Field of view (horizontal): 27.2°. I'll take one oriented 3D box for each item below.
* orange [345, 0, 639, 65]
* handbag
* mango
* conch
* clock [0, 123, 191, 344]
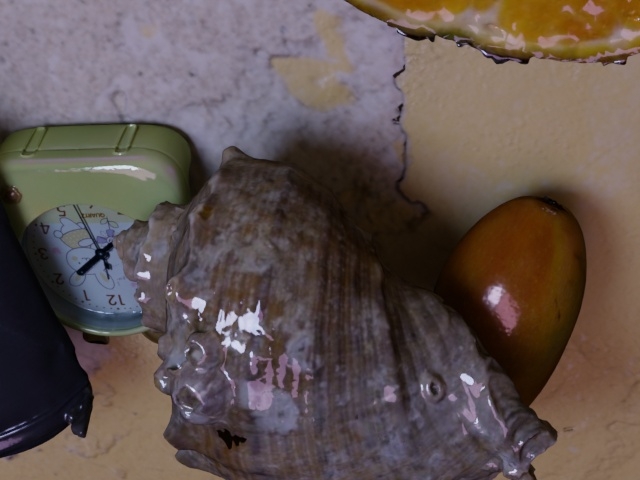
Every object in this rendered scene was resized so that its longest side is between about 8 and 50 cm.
[{"bbox_3d":[0.112,-0.241,0.778,0.310,0.274,0.274,-12,131,-25],"label":"orange"},{"bbox_3d":[-0.357,0.067,1.077,0.275,0.178,0.302,8,130,37],"label":"handbag"},{"bbox_3d":[0.140,0.076,1.070,0.113,0.138,0.253,23,131,12],"label":"mango"},{"bbox_3d":[-0.015,0.108,0.995,0.352,0.210,0.297,43,163,15],"label":"conch"},{"bbox_3d":[-0.180,0.013,1.118,0.170,0.069,0.232,-1,127,9],"label":"clock"}]
